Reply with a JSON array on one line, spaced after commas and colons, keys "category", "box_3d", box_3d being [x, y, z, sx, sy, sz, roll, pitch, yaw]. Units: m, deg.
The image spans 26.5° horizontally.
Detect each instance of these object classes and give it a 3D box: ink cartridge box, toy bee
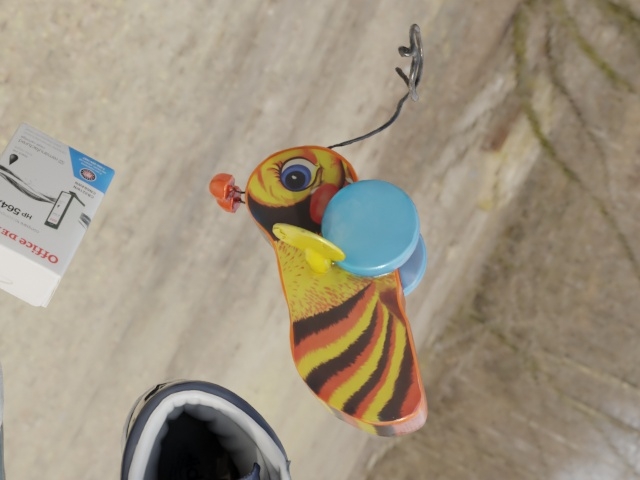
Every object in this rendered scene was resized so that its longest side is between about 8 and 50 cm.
[{"category": "ink cartridge box", "box_3d": [-0.382, -0.035, 1.804, 0.086, 0.148, 0.203, -50, -164, 47]}, {"category": "toy bee", "box_3d": [0.000, 0.000, 1.018, 0.195, 0.162, 0.298, 77, 14, -50]}]

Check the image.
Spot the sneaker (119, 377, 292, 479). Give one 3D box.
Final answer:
[{"category": "sneaker", "box_3d": [-0.047, 0.208, 0.764, 0.099, 0.282, 0.153, -18, 171, -13]}]

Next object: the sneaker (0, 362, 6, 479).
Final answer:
[{"category": "sneaker", "box_3d": [-0.201, 0.197, 0.749, 0.178, 0.123, 0.295, 71, 15, -52]}]
